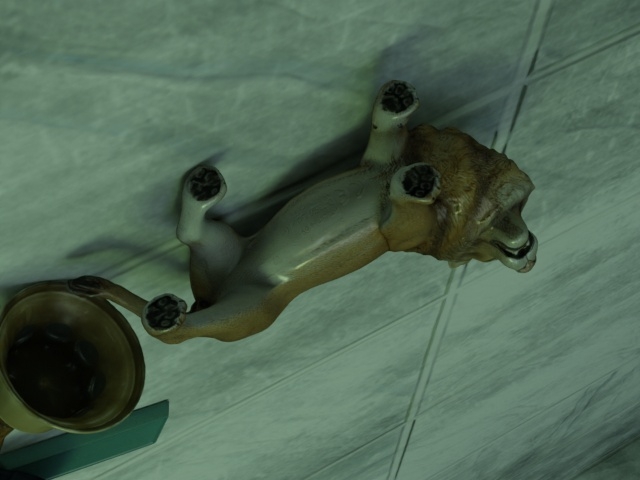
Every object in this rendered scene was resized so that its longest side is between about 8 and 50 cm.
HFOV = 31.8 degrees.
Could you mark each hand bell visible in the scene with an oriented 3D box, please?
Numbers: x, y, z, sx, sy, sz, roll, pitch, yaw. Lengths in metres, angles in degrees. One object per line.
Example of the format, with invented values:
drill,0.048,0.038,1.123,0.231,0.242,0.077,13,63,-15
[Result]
hand bell,-0.258,0.144,0.928,0.126,0.126,0.242,-7,156,-45

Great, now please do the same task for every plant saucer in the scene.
plant saucer,-0.240,0.211,1.130,0.192,0.018,0.067,-13,147,-36

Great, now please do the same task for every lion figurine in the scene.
lion figurine,0.000,0.000,0.955,0.392,0.142,0.240,-19,161,-1

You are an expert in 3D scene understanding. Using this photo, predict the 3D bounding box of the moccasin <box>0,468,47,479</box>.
moccasin,-0.357,0.343,1.101,0.342,0.117,0.138,-55,-170,17
